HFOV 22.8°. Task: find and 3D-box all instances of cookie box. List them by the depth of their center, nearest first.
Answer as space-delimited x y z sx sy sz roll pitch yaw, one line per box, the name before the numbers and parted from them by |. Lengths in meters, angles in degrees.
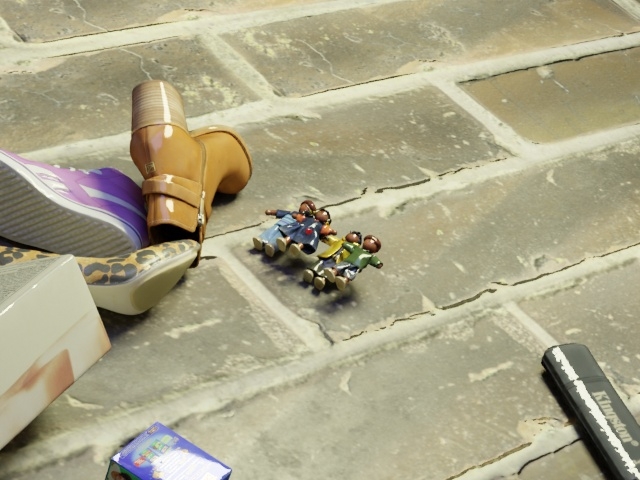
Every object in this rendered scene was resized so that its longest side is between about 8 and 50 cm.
cookie box | -0.168 0.261 1.755 0.107 0.040 0.092 30 35 17

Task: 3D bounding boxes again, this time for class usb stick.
usb stick | 0.370 0.234 2.043 0.077 0.045 0.278 1 38 -25

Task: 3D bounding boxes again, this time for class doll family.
doll family | 0.000 0.000 2.170 0.193 0.076 0.111 35 57 15

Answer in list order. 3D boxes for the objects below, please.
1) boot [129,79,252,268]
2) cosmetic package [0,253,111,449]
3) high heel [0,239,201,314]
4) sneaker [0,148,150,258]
boot | -0.165 -0.063 2.128 0.109 0.283 0.220 -15 62 13
cosmetic package | -0.376 0.142 1.699 0.153 0.129 0.296 -8 21 33
high heel | -0.292 0.020 1.968 0.261 0.093 0.186 -32 64 -33
sneaker | -0.349 -0.063 2.084 0.282 0.102 0.161 29 30 -5
